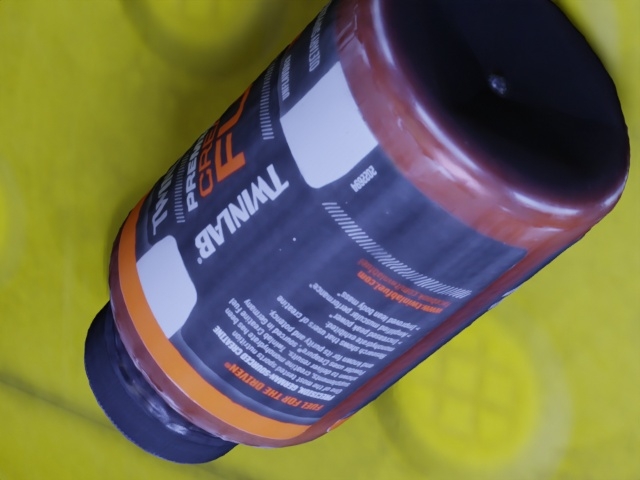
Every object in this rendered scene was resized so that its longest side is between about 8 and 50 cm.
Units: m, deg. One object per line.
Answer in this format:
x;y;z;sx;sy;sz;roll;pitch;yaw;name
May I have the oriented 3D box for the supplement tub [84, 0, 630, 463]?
0.000;0.000;0.578;0.198;0.106;0.106;-42;79;38;supplement tub
